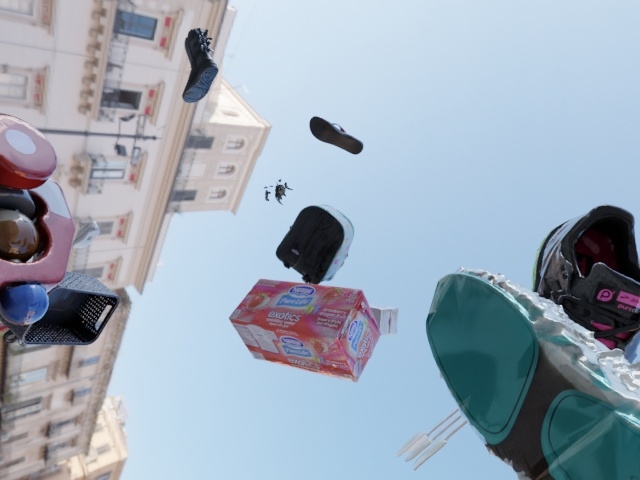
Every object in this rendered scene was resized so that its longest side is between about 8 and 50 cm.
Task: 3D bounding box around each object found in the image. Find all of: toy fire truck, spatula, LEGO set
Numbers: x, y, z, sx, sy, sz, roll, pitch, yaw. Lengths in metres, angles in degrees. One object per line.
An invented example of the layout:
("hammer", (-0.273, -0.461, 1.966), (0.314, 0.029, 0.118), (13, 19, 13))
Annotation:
("toy fire truck", (-0.418, -0.016, 0.521), (0.169, 0.302, 0.254), (-34, -110, 19))
("spatula", (0.268, 0.393, 1.001), (0.019, 0.242, 0.168), (52, -14, 13))
("LEGO set", (-0.093, -0.103, 0.988), (0.023, 0.083, 0.054), (1, -96, 38))

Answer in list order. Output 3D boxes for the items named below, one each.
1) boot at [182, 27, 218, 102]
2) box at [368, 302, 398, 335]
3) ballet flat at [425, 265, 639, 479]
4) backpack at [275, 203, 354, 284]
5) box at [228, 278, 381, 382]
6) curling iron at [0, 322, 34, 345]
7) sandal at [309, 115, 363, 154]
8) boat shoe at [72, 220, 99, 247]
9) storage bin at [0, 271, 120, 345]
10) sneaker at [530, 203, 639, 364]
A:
("boot", (-0.244, -0.342, 0.916), (0.121, 0.045, 0.099), (-36, -111, 43))
("box", (0.061, 0.185, 1.215), (0.324, 0.063, 0.067), (0, -93, 52))
("ballet flat", (0.214, 0.147, 0.379), (0.409, 0.147, 0.147), (-116, -147, -70))
("backpack", (0.000, 0.000, 1.223), (0.166, 0.144, 0.188), (36, -64, 22))
("box", (-0.030, 0.166, 0.910), (0.257, 0.122, 0.128), (2, -49, 35))
("curling iron", (-0.750, 0.230, 0.994), (0.035, 0.274, 0.068), (7, -70, 49))
("sandal", (0.045, -0.307, 1.363), (0.067, 0.179, 0.040), (-45, -152, 45))
("boat shoe", (-0.569, -0.015, 1.134), (0.100, 0.035, 0.035), (-33, -112, 32))
("storage bin", (-0.508, 0.132, 0.929), (0.084, 0.180, 0.122), (30, -92, 21))
("sneaker", (0.436, 0.142, 0.776), (0.202, 0.185, 0.482), (92, 12, -62))
